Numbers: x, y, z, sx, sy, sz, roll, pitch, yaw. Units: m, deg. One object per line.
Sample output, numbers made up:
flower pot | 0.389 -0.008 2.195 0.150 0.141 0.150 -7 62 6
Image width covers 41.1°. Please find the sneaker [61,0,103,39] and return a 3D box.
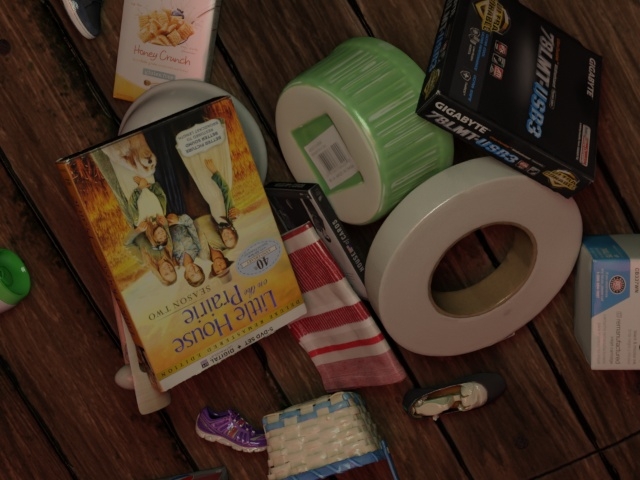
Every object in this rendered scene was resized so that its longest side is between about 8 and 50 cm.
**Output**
sneaker | -0.391 -0.491 1.552 0.164 0.086 0.226 -8 99 13

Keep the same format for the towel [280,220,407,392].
towel | 0.002 0.135 1.579 0.329 0.037 0.237 58 145 -6

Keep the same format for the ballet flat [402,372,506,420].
ballet flat | 0.257 0.305 1.635 0.203 0.074 0.074 -13 100 11

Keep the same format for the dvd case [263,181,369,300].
dvd case | 0.000 0.000 1.538 0.030 0.179 0.238 -39 112 -22

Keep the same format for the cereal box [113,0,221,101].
cereal box | -0.283 -0.365 1.574 0.173 0.047 0.240 13 109 6

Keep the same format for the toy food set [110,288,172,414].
toy food set | -0.356 0.176 1.592 0.093 0.306 0.219 -12 100 -17

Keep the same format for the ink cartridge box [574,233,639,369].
ink cartridge box | 0.592 0.100 1.476 0.270 0.197 0.198 -2 102 8

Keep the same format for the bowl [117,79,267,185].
bowl | -0.254 -0.134 1.558 0.298 0.134 0.297 4 114 9

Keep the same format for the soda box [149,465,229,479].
soda box | -0.316 0.545 1.763 0.264 0.083 0.092 -14 100 10

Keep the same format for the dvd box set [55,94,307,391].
dvd box set | -0.221 0.003 1.447 0.308 0.062 0.420 -26 108 -25

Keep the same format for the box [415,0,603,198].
box | 0.316 -0.253 1.374 0.293 0.295 0.073 27 145 -13

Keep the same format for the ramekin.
ramekin | 0.061 -0.173 1.433 0.148 0.303 0.303 -34 97 -29

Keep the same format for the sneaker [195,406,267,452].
sneaker | -0.169 0.378 1.716 0.170 0.068 0.071 14 98 6

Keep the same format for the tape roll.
tape roll | 0.265 0.036 1.466 0.392 0.072 0.391 -13 131 -16

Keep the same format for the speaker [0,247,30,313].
speaker | -0.737 0.123 1.713 0.297 0.131 0.131 -25 97 12

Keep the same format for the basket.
basket | 0.026 0.443 1.617 0.255 0.201 0.288 -17 72 12
